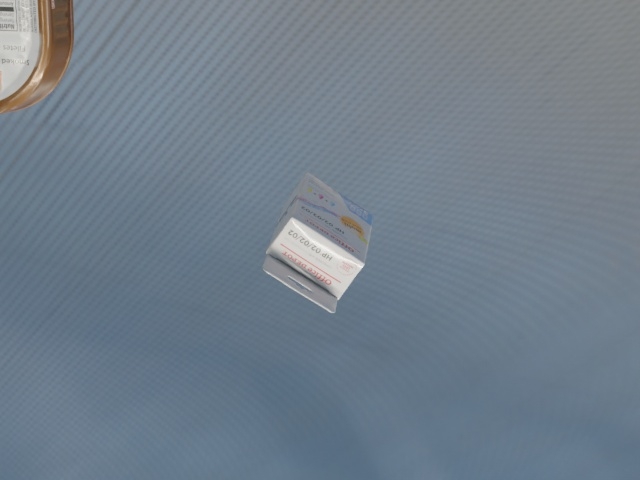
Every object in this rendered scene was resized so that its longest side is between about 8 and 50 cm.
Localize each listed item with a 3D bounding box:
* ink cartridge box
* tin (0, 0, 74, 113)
[{"bbox_3d":[0.000,0.000,1.374,0.104,0.181,0.061,32,115,-8],"label":"ink cartridge box"},{"bbox_3d":[-0.202,-0.166,0.674,0.106,0.040,0.189,5,107,14],"label":"tin"}]
